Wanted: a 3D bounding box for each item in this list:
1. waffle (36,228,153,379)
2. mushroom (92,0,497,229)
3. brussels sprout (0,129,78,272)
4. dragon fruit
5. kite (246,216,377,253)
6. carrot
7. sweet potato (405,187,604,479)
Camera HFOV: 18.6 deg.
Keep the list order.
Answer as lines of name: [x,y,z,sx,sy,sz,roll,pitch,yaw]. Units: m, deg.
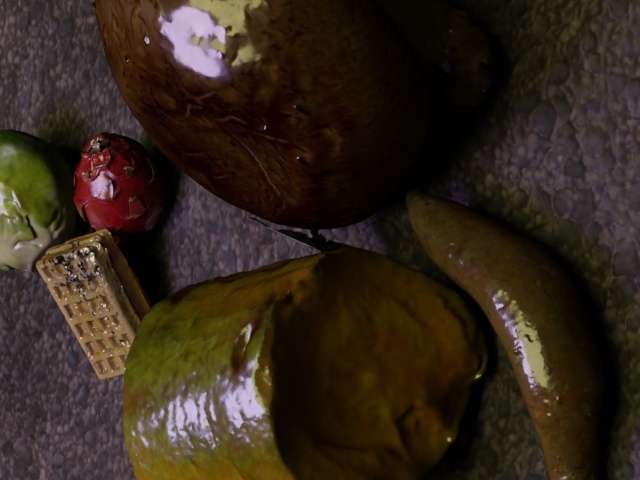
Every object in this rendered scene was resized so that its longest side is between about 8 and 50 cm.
waffle: [-0.219,0.066,1.977,0.102,0.042,0.148,-14,108,47]
mushroom: [-0.050,-0.147,1.643,0.345,0.239,0.345,16,132,19]
brussels sprout: [-0.317,-0.046,2.075,0.155,0.117,0.155,30,133,39]
dragon fruit: [-0.203,-0.029,1.990,0.094,0.094,0.190,48,149,36]
kite: [0.000,0.000,1.738,0.157,0.139,0.011,-113,42,-80]
carrot: [-0.045,0.140,1.691,0.340,0.241,0.241,-19,77,45]
sweet potato: [0.174,0.083,1.579,0.346,0.079,0.108,66,148,18]
